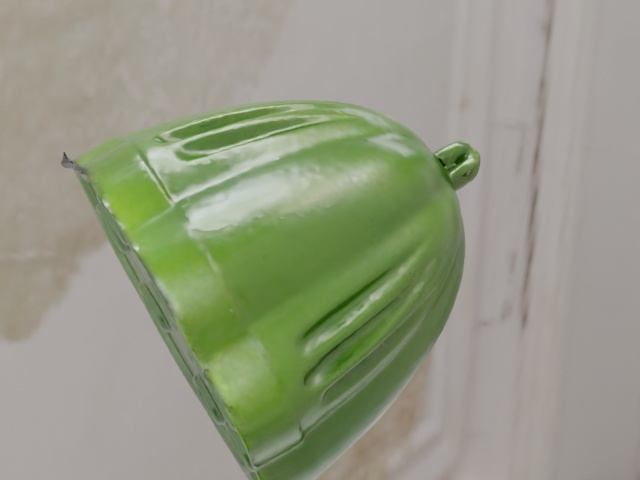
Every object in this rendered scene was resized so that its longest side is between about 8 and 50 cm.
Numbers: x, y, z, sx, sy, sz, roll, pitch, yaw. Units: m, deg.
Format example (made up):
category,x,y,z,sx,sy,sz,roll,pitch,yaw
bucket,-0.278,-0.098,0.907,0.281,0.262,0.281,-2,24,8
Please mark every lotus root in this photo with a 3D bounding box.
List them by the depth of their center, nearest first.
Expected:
category,x,y,z,sx,sy,sz,roll,pitch,yaw
lotus root,0.000,0.000,0.782,0.186,0.186,0.186,10,-90,-66
